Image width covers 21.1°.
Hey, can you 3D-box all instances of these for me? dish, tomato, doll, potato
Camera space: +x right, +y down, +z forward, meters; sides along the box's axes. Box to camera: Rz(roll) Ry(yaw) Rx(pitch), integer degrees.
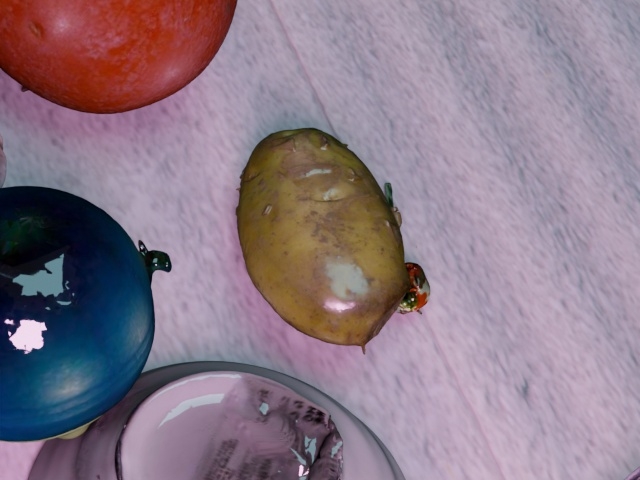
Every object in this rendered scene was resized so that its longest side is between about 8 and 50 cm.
[{"bbox_3d":[-0.074,0.193,1.325,0.317,0.106,0.316,4,47,-4],"label":"dish"},{"bbox_3d":[-0.200,-0.256,1.619,0.265,0.265,0.265,13,46,-14],"label":"tomato"},{"bbox_3d":[-0.260,0.071,1.295,0.322,0.186,0.198,-25,54,-22],"label":"doll"},{"bbox_3d":[0.000,0.000,1.570,0.149,0.113,0.251,-8,54,-19],"label":"potato"}]

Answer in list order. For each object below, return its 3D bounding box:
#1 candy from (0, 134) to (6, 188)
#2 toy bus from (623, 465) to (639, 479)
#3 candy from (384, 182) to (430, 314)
[{"bbox_3d":[-0.399,-0.079,1.425,0.289,0.157,0.214,37,42,12],"label":"candy"},{"bbox_3d":[0.283,0.347,1.364,0.179,0.143,0.305,22,44,-8],"label":"toy bus"},{"bbox_3d":[0.072,0.003,1.660,0.056,0.049,0.184,18,36,-19],"label":"candy"}]
